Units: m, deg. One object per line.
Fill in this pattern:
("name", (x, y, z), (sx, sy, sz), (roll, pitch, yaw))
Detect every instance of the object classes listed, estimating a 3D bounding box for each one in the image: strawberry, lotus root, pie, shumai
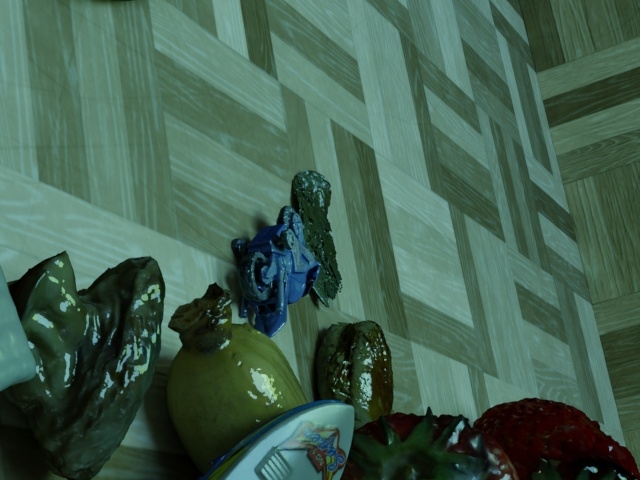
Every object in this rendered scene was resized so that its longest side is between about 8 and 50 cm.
("strawberry", (0.137, 0.361, 1.593), (0.250, 0.239, 0.288), (-54, 138, -26))
("lotus root", (-0.076, 0.192, 1.342), (0.146, 0.131, 0.303), (-93, 157, -67))
("pie", (0.059, 0.192, 1.728), (0.193, 0.079, 0.163), (-85, 152, -42))
("strawberry", (0.350, 0.393, 2.007), (0.310, 0.292, 0.291), (-28, 99, -86))
("shumai", (-0.220, 0.090, 1.107), (0.153, 0.161, 0.209), (28, 68, -30))

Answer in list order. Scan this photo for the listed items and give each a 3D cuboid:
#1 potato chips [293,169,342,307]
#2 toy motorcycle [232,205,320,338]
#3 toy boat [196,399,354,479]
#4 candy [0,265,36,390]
("potato chips", (0.000, 0.000, 1.803), (0.142, 0.026, 0.209), (55, 28, -39))
("toy motorcycle", (-0.052, 0.037, 1.601), (0.205, 0.076, 0.114), (-57, 132, -61))
("toy boat", (-0.059, 0.254, 1.225), (0.295, 0.088, 0.129), (-45, 120, -32))
("candy", (-0.344, -0.027, 0.871), (0.208, 0.145, 0.358), (-22, 95, -68))
